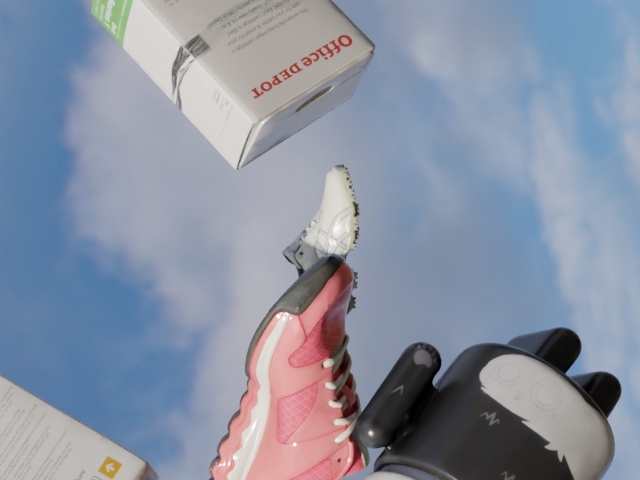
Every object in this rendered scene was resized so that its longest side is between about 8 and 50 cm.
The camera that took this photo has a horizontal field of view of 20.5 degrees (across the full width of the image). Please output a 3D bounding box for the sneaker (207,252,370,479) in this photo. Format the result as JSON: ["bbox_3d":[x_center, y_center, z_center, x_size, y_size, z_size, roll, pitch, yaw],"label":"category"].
[{"bbox_3d":[-0.003,0.153,1.670,0.116,0.136,0.314,-46,-22,-57],"label":"sneaker"}]

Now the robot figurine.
[{"bbox_3d":[0.146,0.203,1.560,0.278,0.209,0.173,-50,-25,-25],"label":"robot figurine"}]

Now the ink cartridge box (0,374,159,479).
[{"bbox_3d":[-0.357,0.210,1.728,0.176,0.371,0.069,-57,-18,-16],"label":"ink cartridge box"}]

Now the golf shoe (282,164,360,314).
[{"bbox_3d":[0.000,0.000,2.029,0.069,0.086,0.176,-158,70,-81],"label":"golf shoe"}]

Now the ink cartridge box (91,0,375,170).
[{"bbox_3d":[-0.082,-0.195,1.650,0.160,0.092,0.219,-34,-106,-30],"label":"ink cartridge box"}]
